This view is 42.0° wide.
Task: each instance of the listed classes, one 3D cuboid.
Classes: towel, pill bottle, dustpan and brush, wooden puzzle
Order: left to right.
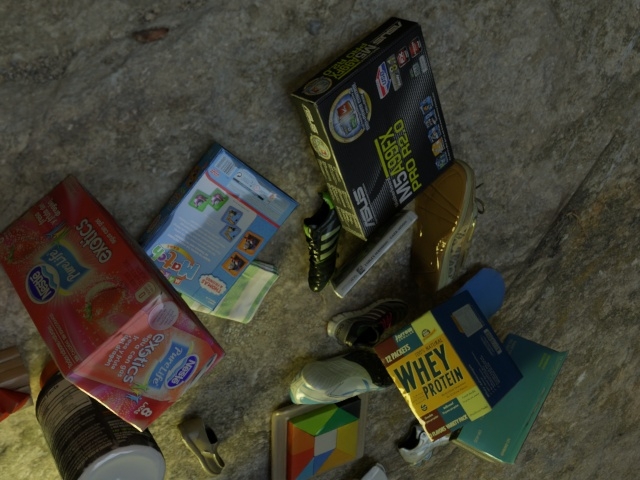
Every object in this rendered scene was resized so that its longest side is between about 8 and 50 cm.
[{"bbox_3d":[-0.320,0.260,1.172,0.130,0.245,0.131,-18,128,-24],"label":"pill bottle"},{"bbox_3d":[-0.147,0.074,1.329,0.152,0.023,0.113,20,106,-43],"label":"towel"},{"bbox_3d":[0.004,0.392,1.651,0.220,0.044,0.239,-15,128,-29],"label":"wooden puzzle"},{"bbox_3d":[0.113,0.569,1.858,0.147,0.060,0.211,-45,129,1],"label":"dustpan and brush"}]

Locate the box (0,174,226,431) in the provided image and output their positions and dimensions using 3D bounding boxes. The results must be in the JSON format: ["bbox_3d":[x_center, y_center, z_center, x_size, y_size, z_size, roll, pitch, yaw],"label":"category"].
[{"bbox_3d":[-0.269,0.070,1.038,0.142,0.300,0.154,-42,137,-6],"label":"box"}]

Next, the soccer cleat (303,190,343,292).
[{"bbox_3d":[0.000,0.000,1.367,0.072,0.060,0.179,7,109,-29],"label":"soccer cleat"}]

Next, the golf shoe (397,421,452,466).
[{"bbox_3d":[0.243,0.419,1.836,0.176,0.069,0.086,-46,130,-2],"label":"golf shoe"}]

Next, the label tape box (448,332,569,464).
[{"bbox_3d":[0.366,0.316,1.673,0.241,0.105,0.334,-61,170,-11],"label":"label tape box"}]

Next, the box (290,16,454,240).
[{"bbox_3d":[0.090,-0.167,1.274,0.216,0.060,0.270,-40,133,-21],"label":"box"}]

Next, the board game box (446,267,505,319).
[{"bbox_3d":[0.301,0.124,1.693,0.168,0.033,0.133,-41,131,-13],"label":"board game box"}]

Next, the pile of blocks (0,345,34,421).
[{"bbox_3d":[-0.540,0.230,1.084,0.362,0.112,0.149,6,116,-38],"label":"pile of blocks"}]

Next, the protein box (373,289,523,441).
[{"bbox_3d":[0.237,0.222,1.523,0.136,0.200,0.201,-37,169,28],"label":"protein box"}]

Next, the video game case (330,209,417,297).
[{"bbox_3d":[0.082,0.017,1.368,0.022,0.190,0.173,43,91,-3],"label":"video game case"}]

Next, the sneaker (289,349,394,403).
[{"bbox_3d":[0.041,0.262,1.571,0.237,0.085,0.086,1,144,-40],"label":"sneaker"}]

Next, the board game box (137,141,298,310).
[{"bbox_3d":[-0.157,-0.017,1.230,0.160,0.039,0.211,36,95,-35],"label":"board game box"}]

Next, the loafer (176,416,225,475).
[{"bbox_3d":[-0.200,0.363,1.470,0.050,0.056,0.148,-32,134,-6],"label":"loafer"}]

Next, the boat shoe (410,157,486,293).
[{"bbox_3d":[0.229,-0.032,1.487,0.089,0.104,0.285,-21,141,-29],"label":"boat shoe"}]

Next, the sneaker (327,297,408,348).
[{"bbox_3d":[0.100,0.158,1.534,0.170,0.075,0.063,-14,127,-29],"label":"sneaker"}]
